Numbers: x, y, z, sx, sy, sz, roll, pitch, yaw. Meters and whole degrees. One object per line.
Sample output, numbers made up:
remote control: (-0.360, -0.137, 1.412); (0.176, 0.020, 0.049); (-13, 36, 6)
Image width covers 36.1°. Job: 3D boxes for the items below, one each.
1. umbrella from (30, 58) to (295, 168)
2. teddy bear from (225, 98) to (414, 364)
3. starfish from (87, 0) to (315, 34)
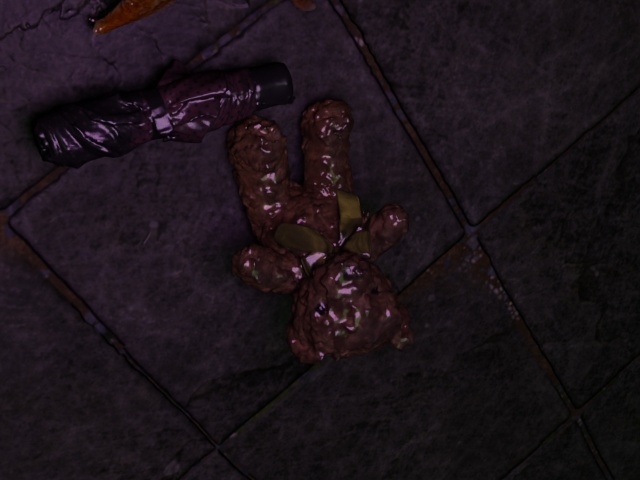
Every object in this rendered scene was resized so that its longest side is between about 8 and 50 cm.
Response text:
umbrella: (-0.178, -0.153, 1.171); (0.326, 0.094, 0.090); (-17, 134, -20)
teddy bear: (0.000, -0.008, 1.257); (0.246, 0.222, 0.296); (-16, 119, -19)
starfish: (-0.101, -0.379, 1.033); (0.398, 0.132, 0.384); (-29, 160, -32)
